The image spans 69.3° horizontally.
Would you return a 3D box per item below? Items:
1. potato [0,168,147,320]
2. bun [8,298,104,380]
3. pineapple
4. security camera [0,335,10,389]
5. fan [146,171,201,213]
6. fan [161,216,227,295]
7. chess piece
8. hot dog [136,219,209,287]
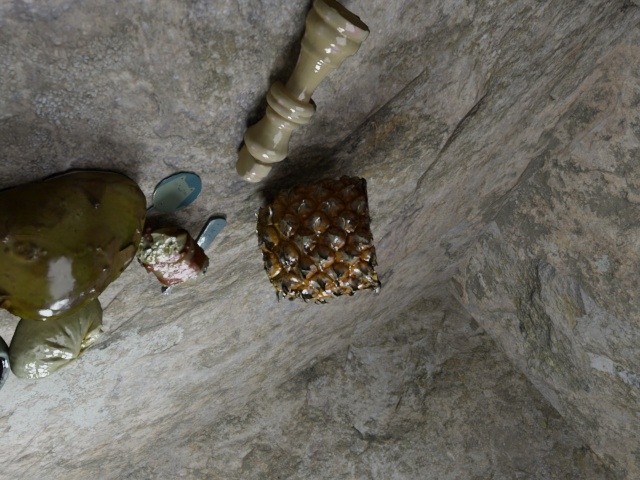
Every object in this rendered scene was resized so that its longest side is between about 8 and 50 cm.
[{"bbox_3d":[-0.436,0.021,0.826,0.300,0.196,0.246,-24,153,-31],"label":"potato"},{"bbox_3d":[-0.532,0.196,0.968,0.222,0.127,0.222,-162,-90,-87],"label":"bun"},{"bbox_3d":[0.000,0.002,1.188,0.300,0.352,0.352,-14,155,5],"label":"pineapple"},{"bbox_3d":[-0.709,0.244,0.850,0.236,0.194,0.194,-21,150,-42],"label":"security camera"},{"bbox_3d":[-0.333,-0.085,0.995,0.175,0.005,0.113,-35,155,-10],"label":"fan"},{"bbox_3d":[-0.336,0.043,1.193,0.282,0.023,0.057,-48,155,17],"label":"fan"},{"bbox_3d":[-0.059,-0.275,0.929,0.117,0.117,0.397,-6,142,-49],"label":"chess piece"},{"bbox_3d":[-0.347,0.027,1.068,0.146,0.103,0.213,-14,143,-1],"label":"hot dog"}]
